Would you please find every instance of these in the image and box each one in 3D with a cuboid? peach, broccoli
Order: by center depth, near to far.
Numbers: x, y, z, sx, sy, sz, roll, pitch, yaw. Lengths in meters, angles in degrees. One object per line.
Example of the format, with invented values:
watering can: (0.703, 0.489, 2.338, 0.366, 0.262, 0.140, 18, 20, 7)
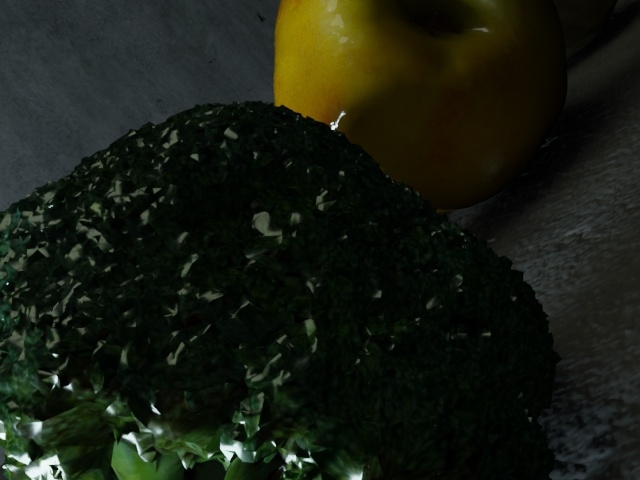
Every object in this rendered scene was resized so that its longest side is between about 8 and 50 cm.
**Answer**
broccoli: (-0.029, 0.072, 0.434, 0.308, 0.307, 0.275, -176, 99, -79)
peach: (0.095, -0.158, 0.872, 0.289, 0.289, 0.308, -44, -7, -9)

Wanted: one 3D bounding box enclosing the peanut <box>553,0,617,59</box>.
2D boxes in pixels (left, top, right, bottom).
peanut: (0.250, -0.291, 1.184, 0.192, 0.169, 0.387, -50, 7, -17)
